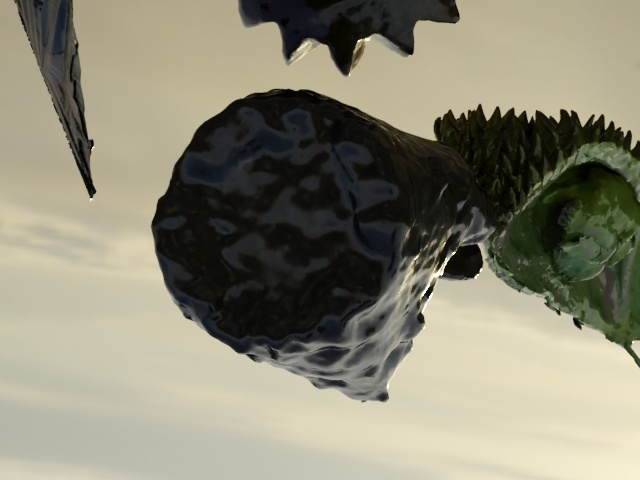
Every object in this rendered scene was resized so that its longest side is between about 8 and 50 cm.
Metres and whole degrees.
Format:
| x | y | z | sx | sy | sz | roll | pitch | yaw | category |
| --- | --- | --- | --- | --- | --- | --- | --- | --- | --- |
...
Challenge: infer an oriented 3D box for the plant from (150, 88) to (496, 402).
| x | y | z | sx | sy | sz | roll | pitch | yaw | category |
| --- | --- | --- | --- | --- | --- | --- | --- | --- | --- |
| 0.000 | 0.000 | 1.287 | 0.199 | 0.188 | 0.276 | 24 | -175 | 14 | plant |

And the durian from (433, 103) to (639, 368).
| x | y | z | sx | sy | sz | roll | pitch | yaw | category |
| --- | --- | --- | --- | --- | --- | --- | --- | --- | --- |
| 0.187 | -0.015 | 1.549 | 0.157 | 0.169 | 0.355 | 3 | 162 | 32 | durian |

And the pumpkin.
| x | y | z | sx | sy | sz | roll | pitch | yaw | category |
| --- | --- | --- | --- | --- | --- | --- | --- | --- | --- |
| -0.024 | -0.241 | 1.426 | 0.254 | 0.130 | 0.149 | 44 | 166 | 22 | pumpkin |

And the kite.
| x | y | z | sx | sy | sz | roll | pitch | yaw | category |
| --- | --- | --- | --- | --- | --- | --- | --- | --- | --- |
| -0.183 | -0.195 | 1.349 | 0.011 | 0.335 | 0.314 | -8 | -176 | -23 | kite |
